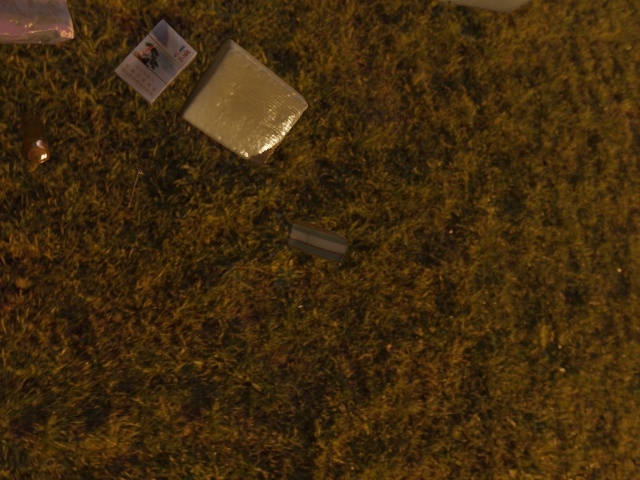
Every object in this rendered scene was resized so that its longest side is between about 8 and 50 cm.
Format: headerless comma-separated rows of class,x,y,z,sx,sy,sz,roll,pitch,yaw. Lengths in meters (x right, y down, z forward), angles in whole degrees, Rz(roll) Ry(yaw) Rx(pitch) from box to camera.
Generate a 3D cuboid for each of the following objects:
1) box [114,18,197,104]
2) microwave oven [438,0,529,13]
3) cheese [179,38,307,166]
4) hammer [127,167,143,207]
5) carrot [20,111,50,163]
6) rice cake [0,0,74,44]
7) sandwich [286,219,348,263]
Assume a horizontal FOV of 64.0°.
box,-0.540,-0.586,1.690,0.149,0.067,0.233,42,82,-20
microwave oven,0.229,-0.451,0.674,0.194,0.145,0.240,-7,87,-34
cheese,-0.211,-0.370,1.407,0.266,0.124,0.242,32,101,-32
hammer,-0.507,-0.143,1.391,0.029,0.014,0.122,36,50,-46
carrot,-0.792,-0.287,1.413,0.070,0.070,0.260,-1,35,-33
rice cake,-0.424,-0.278,0.580,0.298,0.050,0.106,-29,110,-56
sandwich,0.000,0.000,1.432,0.164,0.113,0.079,17,97,9
